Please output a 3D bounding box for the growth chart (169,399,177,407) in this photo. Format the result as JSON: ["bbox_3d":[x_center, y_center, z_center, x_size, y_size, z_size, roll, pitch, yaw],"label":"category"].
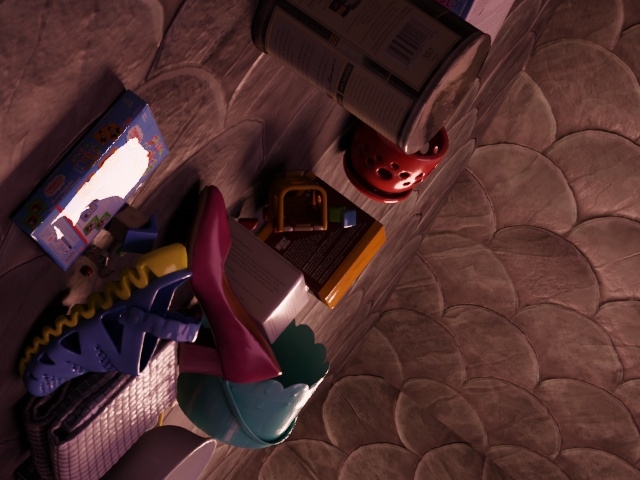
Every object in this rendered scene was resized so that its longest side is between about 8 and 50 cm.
[{"bbox_3d":[-0.252,0.268,2.434,0.237,0.021,0.172,-57,166,18],"label":"growth chart"}]

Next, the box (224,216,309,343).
[{"bbox_3d":[-0.128,0.077,1.996,0.119,0.182,0.181,-49,166,-12],"label":"box"}]

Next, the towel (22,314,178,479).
[{"bbox_3d":[-0.363,0.260,1.792,0.283,0.121,0.235,-47,162,-32],"label":"towel"}]

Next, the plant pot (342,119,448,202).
[{"bbox_3d":[0.149,-0.186,2.289,0.191,0.191,0.174,-39,167,-49],"label":"plant pot"}]

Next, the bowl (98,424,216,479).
[{"bbox_3d":[-0.336,0.444,1.994,0.298,0.134,0.298,-51,167,-16],"label":"bowl"}]

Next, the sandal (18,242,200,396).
[{"bbox_3d":[-0.297,0.141,1.555,0.317,0.138,0.126,-35,174,15],"label":"sandal"}]

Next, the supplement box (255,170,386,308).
[{"bbox_3d":[0.000,0.000,2.219,0.191,0.194,0.129,-52,167,-7],"label":"supplement box"}]

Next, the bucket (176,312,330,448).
[{"bbox_3d":[-0.139,0.258,2.104,0.183,0.281,0.281,-62,165,25],"label":"bucket"}]

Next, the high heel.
[{"bbox_3d":[-0.138,0.077,1.815,0.127,0.181,0.377,-94,-170,-54],"label":"high heel"}]

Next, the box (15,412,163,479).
[{"bbox_3d":[-0.422,0.390,2.020,0.322,0.079,0.257,-45,167,-33],"label":"box"}]

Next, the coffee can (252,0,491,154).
[{"bbox_3d":[0.072,-0.280,1.533,0.201,0.275,0.201,-50,167,-15],"label":"coffee can"}]

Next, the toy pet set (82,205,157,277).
[{"bbox_3d":[-0.269,0.008,1.563,0.122,0.065,0.114,-39,161,-49],"label":"toy pet set"}]

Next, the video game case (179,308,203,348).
[{"bbox_3d":[-0.205,0.174,2.267,0.232,0.042,0.210,-46,161,-28],"label":"video game case"}]

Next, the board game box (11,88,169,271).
[{"bbox_3d":[-0.282,-0.072,1.360,0.211,0.039,0.160,-50,167,-12],"label":"board game box"}]

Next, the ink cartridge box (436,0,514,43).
[{"bbox_3d":[0.234,-0.403,2.080,0.270,0.151,0.395,-41,161,-41],"label":"ink cartridge box"}]

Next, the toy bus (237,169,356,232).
[{"bbox_3d":[-0.050,-0.079,2.021,0.191,0.202,0.104,-20,115,-56],"label":"toy bus"}]
